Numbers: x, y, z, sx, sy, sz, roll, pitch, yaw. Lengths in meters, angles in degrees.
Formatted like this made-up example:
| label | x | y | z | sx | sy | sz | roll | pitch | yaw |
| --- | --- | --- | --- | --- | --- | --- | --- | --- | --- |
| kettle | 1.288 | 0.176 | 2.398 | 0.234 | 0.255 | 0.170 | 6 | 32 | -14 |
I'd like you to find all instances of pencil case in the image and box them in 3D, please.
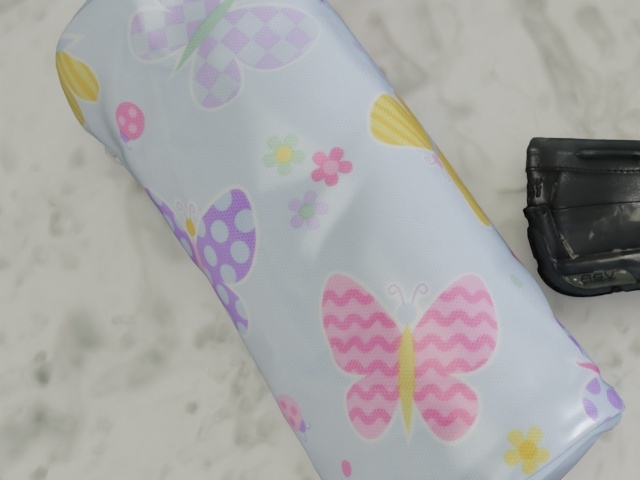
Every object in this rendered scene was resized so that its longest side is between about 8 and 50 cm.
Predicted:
| label | x | y | z | sx | sy | sz | roll | pitch | yaw |
| --- | --- | --- | --- | --- | --- | --- | --- | --- | --- |
| pencil case | 0.000 | 0.000 | 0.468 | 0.124 | 0.113 | 0.273 | -39 | 76 | 11 |

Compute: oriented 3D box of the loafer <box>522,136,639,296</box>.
| label | x | y | z | sx | sy | sz | roll | pitch | yaw |
| --- | --- | --- | --- | --- | --- | --- | --- | --- | --- |
| loafer | 0.194 | -0.029 | 0.459 | 0.223 | 0.076 | 0.078 | -10 | 86 | 11 |
